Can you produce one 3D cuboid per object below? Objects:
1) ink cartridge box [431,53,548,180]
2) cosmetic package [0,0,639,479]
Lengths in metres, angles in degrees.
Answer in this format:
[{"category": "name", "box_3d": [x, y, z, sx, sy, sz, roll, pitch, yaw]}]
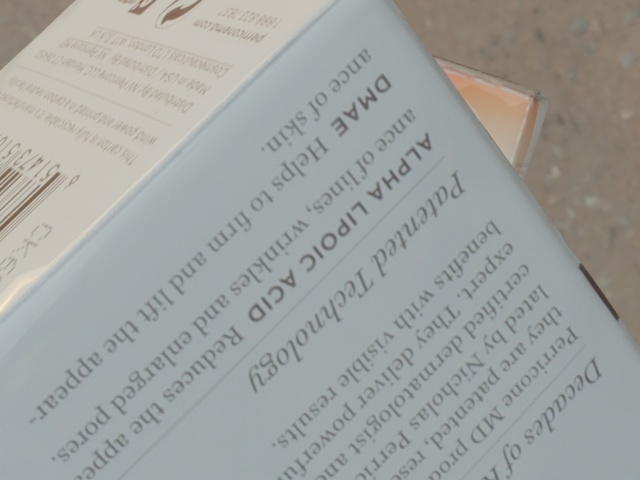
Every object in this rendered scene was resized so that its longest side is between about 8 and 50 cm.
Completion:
[{"category": "ink cartridge box", "box_3d": [0.000, 0.000, 0.739, 0.145, 0.045, 0.179, 20, 95, 16]}, {"category": "cosmetic package", "box_3d": [-0.021, 0.038, 0.480, 0.184, 0.151, 0.151, 51, 168, -27]}]
